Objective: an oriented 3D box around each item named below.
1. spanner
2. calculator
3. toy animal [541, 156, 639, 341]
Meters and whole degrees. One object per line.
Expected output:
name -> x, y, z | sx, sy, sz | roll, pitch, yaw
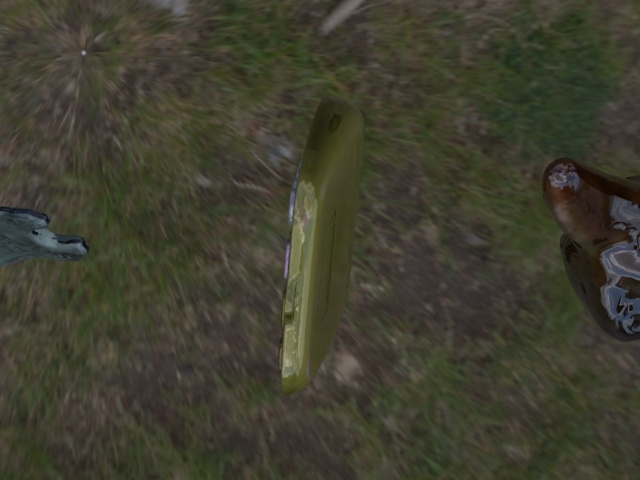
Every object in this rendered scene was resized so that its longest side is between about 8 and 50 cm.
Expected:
spanner -> -0.256, 0.015, 1.226 | 0.071, 0.302, 0.017 | 28, 65, -32
calculator -> 0.000, 0.000, 1.070 | 0.033, 0.236, 0.157 | 8, 110, 5
toy animal -> 0.189, -0.068, 0.415 | 0.298, 0.122, 0.185 | -30, 141, -3
